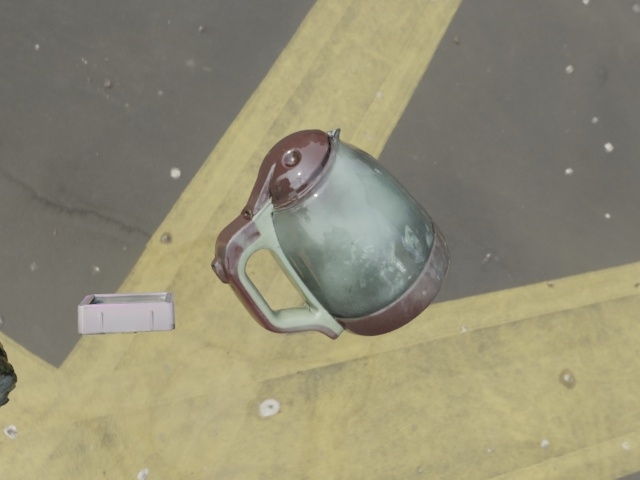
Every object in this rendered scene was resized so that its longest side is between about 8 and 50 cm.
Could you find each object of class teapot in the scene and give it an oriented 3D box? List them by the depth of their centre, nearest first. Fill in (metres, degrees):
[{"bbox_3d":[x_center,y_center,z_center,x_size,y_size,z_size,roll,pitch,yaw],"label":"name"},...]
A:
[{"bbox_3d":[0.000,0.000,1.039,0.315,0.233,0.312,-50,124,-10],"label":"teapot"}]

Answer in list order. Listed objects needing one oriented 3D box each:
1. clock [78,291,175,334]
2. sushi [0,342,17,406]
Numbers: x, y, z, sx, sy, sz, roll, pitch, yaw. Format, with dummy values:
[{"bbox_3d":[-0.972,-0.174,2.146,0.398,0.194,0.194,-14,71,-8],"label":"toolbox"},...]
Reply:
[{"bbox_3d":[-0.414,0.155,1.472,0.197,0.150,0.063,-1,95,-11],"label":"clock"},{"bbox_3d":[-0.477,0.179,0.807,0.225,0.124,0.127,-40,61,10],"label":"sushi"}]
